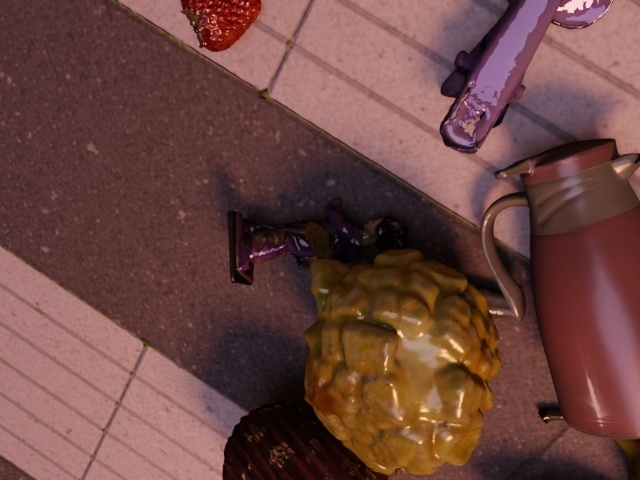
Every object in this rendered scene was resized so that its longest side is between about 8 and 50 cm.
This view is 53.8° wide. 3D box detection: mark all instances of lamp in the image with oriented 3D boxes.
[{"bbox_3d":[-0.010,0.293,0.753,0.247,0.247,0.247,7,112,16],"label":"lamp"}]

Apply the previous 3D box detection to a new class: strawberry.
[{"bbox_3d":[-0.104,-0.240,0.666,0.083,0.073,0.073,-29,102,-11],"label":"strawberry"}]

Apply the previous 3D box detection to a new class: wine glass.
[{"bbox_3d":[0.185,0.074,0.702,0.083,0.039,0.042,9,102,12],"label":"wine glass"}]

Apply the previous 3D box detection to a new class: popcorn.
[{"bbox_3d":[0.073,0.122,0.649,0.217,0.181,0.235,21,129,21],"label":"popcorn"}]

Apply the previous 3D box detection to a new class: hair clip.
[{"bbox_3d":[0.184,-0.214,0.567,0.137,0.090,0.278,30,112,2],"label":"hair clip"}]

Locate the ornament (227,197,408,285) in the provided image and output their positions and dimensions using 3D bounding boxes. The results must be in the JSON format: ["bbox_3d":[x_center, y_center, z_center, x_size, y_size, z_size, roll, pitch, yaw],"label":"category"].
[{"bbox_3d":[-0.004,-0.008,0.719,0.203,0.088,0.081,-12,83,10],"label":"ornament"}]

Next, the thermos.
[{"bbox_3d":[0.258,0.038,0.613,0.176,0.146,0.265,-17,95,36],"label":"thermos"}]

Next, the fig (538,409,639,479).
[{"bbox_3d":[0.354,0.250,0.694,0.236,0.124,0.124,37,120,28],"label":"fig"}]
